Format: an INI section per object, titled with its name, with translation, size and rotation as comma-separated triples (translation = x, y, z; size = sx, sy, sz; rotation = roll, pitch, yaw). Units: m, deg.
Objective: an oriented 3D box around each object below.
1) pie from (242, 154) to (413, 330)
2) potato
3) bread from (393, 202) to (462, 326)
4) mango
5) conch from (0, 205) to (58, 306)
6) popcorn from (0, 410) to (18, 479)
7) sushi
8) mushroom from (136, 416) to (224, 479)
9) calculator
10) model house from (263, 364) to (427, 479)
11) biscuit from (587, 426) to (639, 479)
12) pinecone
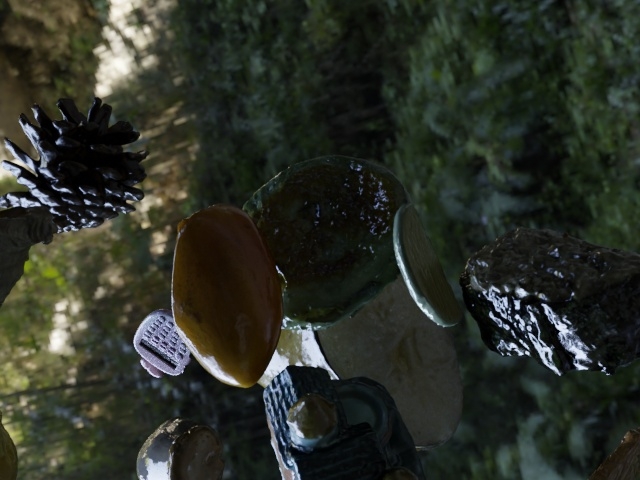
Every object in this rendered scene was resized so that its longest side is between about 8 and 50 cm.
[pie]
translation = 0.006, -0.006, 1.795
size = 0.067, 0.302, 0.302
rotation = 60, -158, -56
[potato]
translation = 0.029, 0.205, 2.050
size = 0.397, 0.296, 0.290
rotation = 45, -131, -15
[bread]
translation = 0.142, 0.048, 1.667
size = 0.193, 0.036, 0.112
rotation = 64, -155, -6
[mango]
translation = -0.127, 0.074, 1.556
size = 0.126, 0.154, 0.252
rotation = 32, -135, -78
[conch]
translation = -0.505, 0.067, 1.467
size = 0.297, 0.352, 0.210
rotation = -153, 59, -66
[popcorn]
translation = -0.532, 0.350, 1.613
size = 0.297, 0.281, 0.316
rotation = 65, -145, -60
[sushi]
translation = 0.364, 0.084, 1.793
size = 0.211, 0.350, 0.171
rotation = -40, -63, -23
[mushroom]
translation = -0.153, 0.247, 1.289
size = 0.088, 0.097, 0.212
rotation = 44, 164, -4
[calculator]
translation = -0.254, 0.170, 1.894
size = 0.103, 0.166, 0.024
rotation = 35, -134, 1
[model house]
translation = 0.029, 0.255, 1.450
size = 0.291, 0.184, 0.253
rotation = 78, 174, -60
[biscuit]
translation = 0.421, 0.327, 1.624
size = 0.035, 0.162, 0.250
rotation = 35, -150, 25
[pinecone]
translation = -0.364, -0.114, 1.727
size = 0.202, 0.229, 0.201
rotation = -22, -73, -76
